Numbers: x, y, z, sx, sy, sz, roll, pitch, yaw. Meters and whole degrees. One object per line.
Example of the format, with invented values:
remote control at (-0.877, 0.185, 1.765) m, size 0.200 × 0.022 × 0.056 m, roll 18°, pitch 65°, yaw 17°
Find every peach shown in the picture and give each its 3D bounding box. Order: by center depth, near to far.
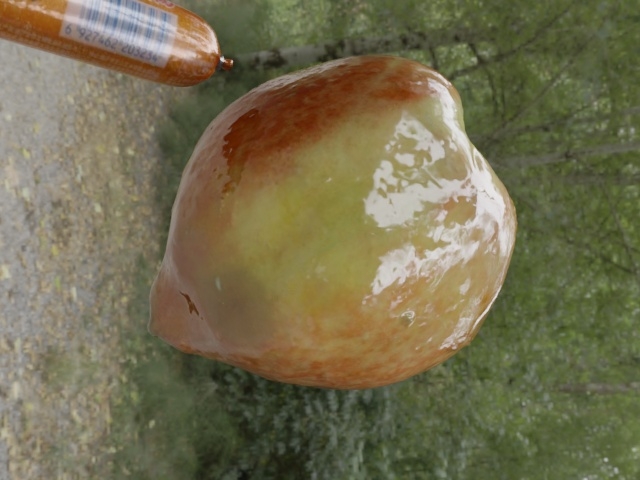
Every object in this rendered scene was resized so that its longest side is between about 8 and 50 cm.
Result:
peach at (0.000, 0.000, 0.511) m, size 0.232 × 0.257 × 0.232 m, roll 58°, pitch 1°, yaw -2°

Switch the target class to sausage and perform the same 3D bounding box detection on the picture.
sausage at (-0.206, -0.145, 0.397) m, size 0.053 × 0.348 × 0.053 m, roll -26°, pitch -121°, yaw 54°
